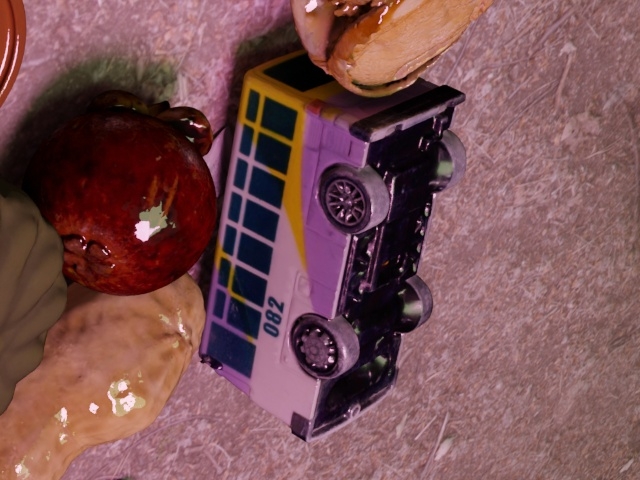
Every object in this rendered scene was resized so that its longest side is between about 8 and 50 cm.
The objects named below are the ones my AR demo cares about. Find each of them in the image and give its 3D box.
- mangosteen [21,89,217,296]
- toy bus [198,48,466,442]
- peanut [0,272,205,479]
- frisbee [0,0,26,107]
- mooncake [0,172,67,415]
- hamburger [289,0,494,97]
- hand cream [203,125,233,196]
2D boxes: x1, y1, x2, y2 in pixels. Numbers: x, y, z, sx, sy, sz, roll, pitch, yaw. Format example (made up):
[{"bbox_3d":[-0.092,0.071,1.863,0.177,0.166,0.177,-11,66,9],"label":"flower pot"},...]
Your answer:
[{"bbox_3d":[-0.209,-0.066,2.006,0.215,0.215,0.257,78,28,-46],"label":"mangosteen"},{"bbox_3d":[0.000,0.000,2.235,0.209,0.249,0.440,-27,136,-48],"label":"toy bus"},{"bbox_3d":[-0.286,0.174,2.099,0.387,0.192,0.169,-42,150,-18],"label":"peanut"},{"bbox_3d":[-0.403,-0.184,1.824,0.251,0.021,0.251,-30,137,-32],"label":"frisbee"},{"bbox_3d":[-0.429,0.070,1.837,0.356,0.194,0.356,-29,141,-27],"label":"mooncake"},{"bbox_3d":[0.078,-0.275,2.027,0.286,0.146,0.243,-16,147,-47],"label":"hamburger"},{"bbox_3d":[-0.148,-0.067,2.199,0.142,0.053,0.084,-51,148,-33],"label":"hand cream"}]
